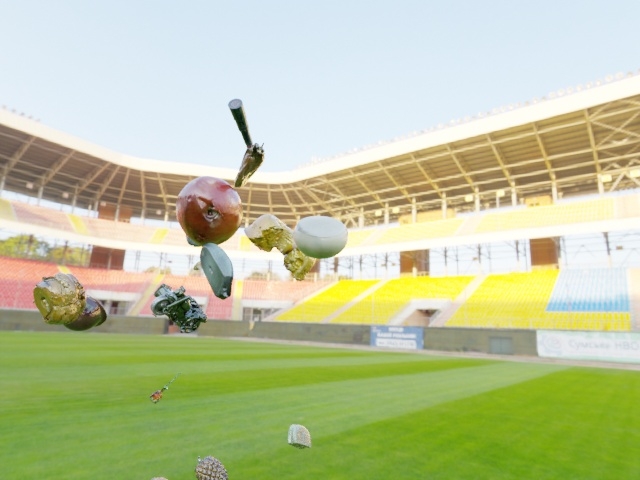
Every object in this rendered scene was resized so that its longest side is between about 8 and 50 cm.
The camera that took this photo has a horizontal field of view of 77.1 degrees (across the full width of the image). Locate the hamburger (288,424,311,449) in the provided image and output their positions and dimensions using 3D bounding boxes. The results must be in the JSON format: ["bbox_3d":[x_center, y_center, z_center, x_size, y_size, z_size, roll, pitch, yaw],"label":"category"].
[{"bbox_3d":[-0.089,0.804,1.656,0.054,0.084,0.121,-28,-47,28],"label":"hamburger"}]

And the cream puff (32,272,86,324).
[{"bbox_3d":[-0.618,0.141,0.958,0.104,0.119,0.133,-24,-13,-49],"label":"cream puff"}]

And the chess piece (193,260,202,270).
[{"bbox_3d":[-0.546,0.117,1.781,0.035,0.035,0.092,10,-18,-30],"label":"chess piece"}]

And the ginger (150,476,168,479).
[{"bbox_3d":[-0.659,1.005,1.620,0.122,0.084,0.290,13,-30,-5],"label":"ginger"}]

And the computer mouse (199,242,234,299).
[{"bbox_3d":[-0.316,0.096,1.282,0.068,0.229,0.113,-3,-47,-40],"label":"computer mouse"}]

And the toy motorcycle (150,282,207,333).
[{"bbox_3d":[-0.522,0.232,1.473,0.205,0.127,0.275,39,-14,37],"label":"toy motorcycle"}]

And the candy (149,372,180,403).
[{"bbox_3d":[-0.683,0.649,1.779,0.049,0.184,0.055,44,5,-22],"label":"candy"}]

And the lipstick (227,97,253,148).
[{"bbox_3d":[-0.286,-0.426,1.518,0.053,0.053,0.234,0,-29,9],"label":"lipstick"}]

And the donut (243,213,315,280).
[{"bbox_3d":[-0.207,0.010,2.225,0.435,0.163,0.377,41,7,-20],"label":"donut"}]

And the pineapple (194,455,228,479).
[{"bbox_3d":[-0.322,0.786,1.308,0.221,0.083,0.103,41,-5,8],"label":"pineapple"}]

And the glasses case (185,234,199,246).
[{"bbox_3d":[-0.615,-0.106,1.977,0.109,0.283,0.067,-3,-12,-34],"label":"glasses case"}]

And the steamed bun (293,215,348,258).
[{"bbox_3d":[0.000,0.000,1.687,0.231,0.145,0.232,4,27,-2],"label":"steamed bun"}]

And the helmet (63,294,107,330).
[{"bbox_3d":[-0.972,0.313,1.626,0.155,0.106,0.175,-43,-66,15],"label":"helmet"}]

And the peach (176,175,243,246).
[{"bbox_3d":[-0.404,-0.101,1.465,0.238,0.281,0.281,10,-13,-8],"label":"peach"}]

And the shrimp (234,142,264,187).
[{"bbox_3d":[-0.276,-0.289,1.562,0.077,0.168,0.317,34,-16,-7],"label":"shrimp"}]
